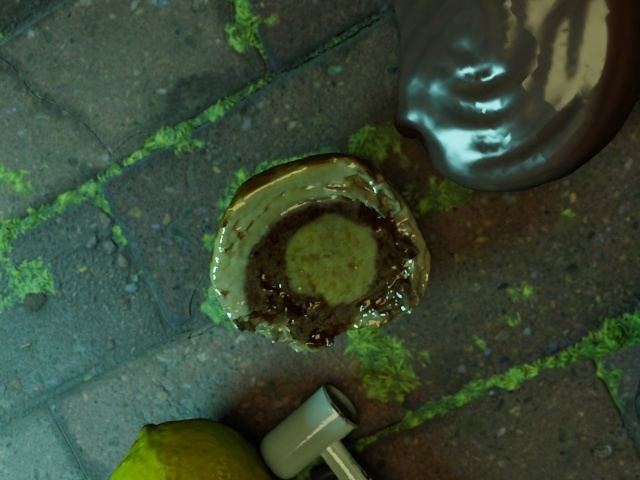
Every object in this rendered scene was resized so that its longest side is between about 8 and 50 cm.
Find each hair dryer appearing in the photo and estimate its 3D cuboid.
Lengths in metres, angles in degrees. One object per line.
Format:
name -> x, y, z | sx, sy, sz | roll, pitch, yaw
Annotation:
hair dryer -> 0.037, 0.324, 0.939 | 0.131, 0.073, 0.236 | -42, 80, 9
hair dryer -> 0.022, 0.354, 0.989 | 0.047, 0.026, 0.083 | -24, 96, 15

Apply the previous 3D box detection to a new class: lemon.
lemon -> -0.159, 0.370, 0.926 | 0.233, 0.233, 0.288 | -34, 93, 14

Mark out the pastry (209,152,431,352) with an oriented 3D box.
pastry -> -0.009, -0.002, 0.868 | 0.255, 0.170, 0.237 | -24, 116, 14

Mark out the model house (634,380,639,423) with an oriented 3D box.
model house -> 0.545, 0.240, 0.725 | 0.360, 0.297, 0.339 | -4, 127, 31

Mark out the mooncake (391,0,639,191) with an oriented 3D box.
mooncake -> 0.196, -0.233, 0.772 | 0.333, 0.174, 0.326 | 36, 117, 20
